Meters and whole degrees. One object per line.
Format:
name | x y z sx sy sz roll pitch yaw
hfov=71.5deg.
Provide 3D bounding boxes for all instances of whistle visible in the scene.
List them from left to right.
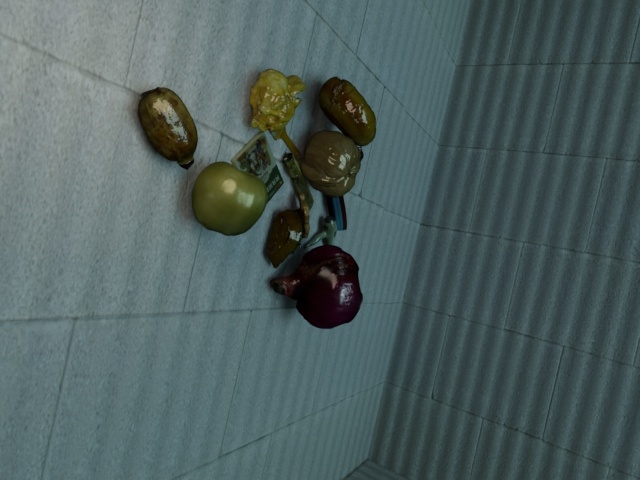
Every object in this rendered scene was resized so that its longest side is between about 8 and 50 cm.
whistle | -0.094 -0.263 2.031 0.068 0.057 0.327 -60 146 -27

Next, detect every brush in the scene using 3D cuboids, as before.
brush | -0.142 -0.435 1.928 0.103 0.013 0.272 -66 149 -17

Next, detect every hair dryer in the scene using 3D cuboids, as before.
hair dryer | 0.016 0.007 2.322 0.225 0.088 0.219 -50 146 -17

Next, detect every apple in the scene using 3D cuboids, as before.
apple | -0.309 -0.140 1.536 0.262 0.262 0.263 -29 126 -52

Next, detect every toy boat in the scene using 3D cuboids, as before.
toy boat | 0.080 -0.198 2.304 0.079 0.136 0.392 -23 131 -15

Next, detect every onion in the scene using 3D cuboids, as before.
onion | -0.029 0.209 2.072 0.419 0.398 0.399 11 92 -36

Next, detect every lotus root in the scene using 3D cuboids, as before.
lotus root | -0.450 -0.331 1.340 0.145 0.128 0.260 -40 130 -27

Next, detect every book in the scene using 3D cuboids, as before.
book | -0.247 -0.275 1.800 0.202 0.027 0.264 -56 144 -33

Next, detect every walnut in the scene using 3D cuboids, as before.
walnut | 0.047 -0.355 2.025 0.285 0.285 0.297 -47 150 -40

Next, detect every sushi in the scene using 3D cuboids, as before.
sushi | -0.139 -0.012 1.961 0.140 0.148 0.288 23 76 -63

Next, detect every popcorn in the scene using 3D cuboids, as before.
popcorn | -0.173 -0.535 1.679 0.190 0.191 0.254 38 62 -20

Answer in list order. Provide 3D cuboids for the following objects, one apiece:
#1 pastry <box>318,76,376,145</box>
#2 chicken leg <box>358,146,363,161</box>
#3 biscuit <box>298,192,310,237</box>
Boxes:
pastry | 0.131 -0.584 2.027 0.163 0.356 0.356 -42 145 2
chicken leg | 0.196 -0.421 2.465 0.089 0.048 0.219 24 81 -56
biscuit | -0.074 -0.103 2.061 0.236 0.040 0.144 89 -7 -49
